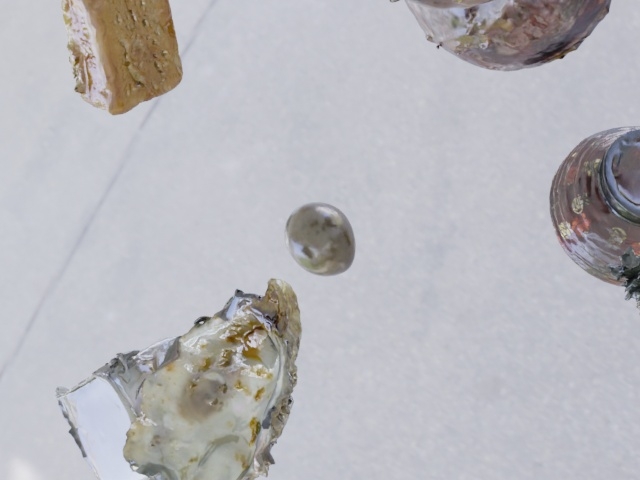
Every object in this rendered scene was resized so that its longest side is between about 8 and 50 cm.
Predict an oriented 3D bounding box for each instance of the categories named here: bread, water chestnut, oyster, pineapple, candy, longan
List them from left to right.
[{"bbox_3d":[-0.241,-0.279,1.627,0.139,0.271,0.077,-30,39,-27],"label":"bread"},{"bbox_3d":[-0.231,0.227,1.846,0.195,0.137,0.185,-36,83,52],"label":"candy"},{"bbox_3d":[-0.049,0.090,0.809,0.103,0.051,0.148,44,115,27],"label":"oyster"},{"bbox_3d":[0.000,0.000,1.959,0.092,0.113,0.113,-44,34,-24],"label":"longan"},{"bbox_3d":[0.256,-0.356,1.700,0.350,0.302,0.350,-51,29,44],"label":"water chestnut"},{"bbox_3d":[0.327,0.046,1.443,0.058,0.124,0.058,-29,42,30],"label":"pineapple"}]

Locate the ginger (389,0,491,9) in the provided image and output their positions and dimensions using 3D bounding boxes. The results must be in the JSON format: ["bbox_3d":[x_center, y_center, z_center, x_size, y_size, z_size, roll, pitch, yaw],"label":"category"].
[{"bbox_3d":[0.145,-0.327,1.236,0.269,0.200,0.223,-33,64,40],"label":"ginger"}]

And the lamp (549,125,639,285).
[{"bbox_3d":[0.438,-0.047,2.024,0.247,0.247,0.247,-25,49,33],"label":"lamp"}]
